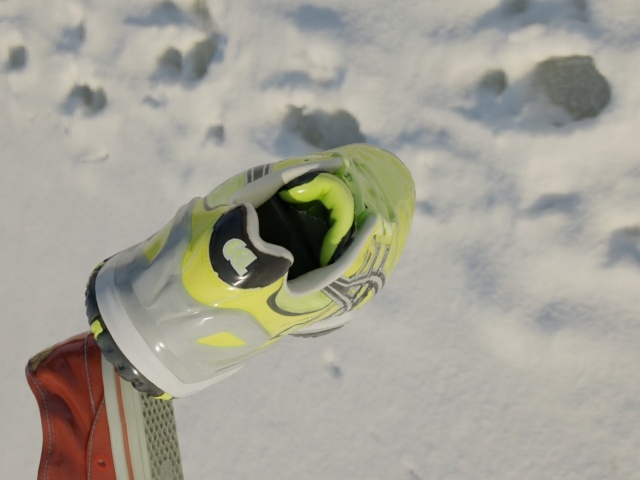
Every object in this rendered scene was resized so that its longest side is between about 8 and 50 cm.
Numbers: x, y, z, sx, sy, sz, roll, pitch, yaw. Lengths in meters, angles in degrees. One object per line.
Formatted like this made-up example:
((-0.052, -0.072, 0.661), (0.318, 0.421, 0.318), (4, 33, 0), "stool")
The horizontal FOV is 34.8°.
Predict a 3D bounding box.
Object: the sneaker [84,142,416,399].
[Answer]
((0.000, 0.000, 0.771), (0.147, 0.385, 0.145), (-32, 92, 33), "sneaker")

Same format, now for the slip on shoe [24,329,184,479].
((-0.155, 0.226, 0.744), (0.123, 0.101, 0.331), (32, -129, -81), "slip on shoe")
